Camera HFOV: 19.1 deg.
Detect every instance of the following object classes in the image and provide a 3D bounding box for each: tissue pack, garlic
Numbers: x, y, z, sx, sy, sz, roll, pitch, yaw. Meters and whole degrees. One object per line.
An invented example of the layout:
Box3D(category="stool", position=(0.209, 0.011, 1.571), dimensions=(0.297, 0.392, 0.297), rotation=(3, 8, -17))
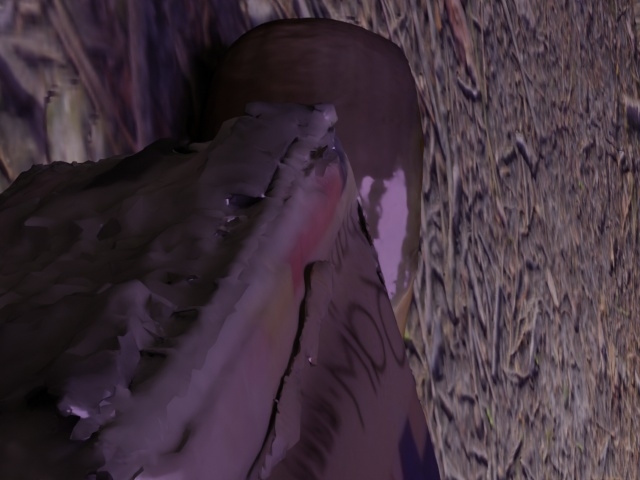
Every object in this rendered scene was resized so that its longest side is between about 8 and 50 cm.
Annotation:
Box3D(category="tissue pack", position=(-0.026, 0.159, 0.496), dimensions=(0.242, 0.125, 0.344), rotation=(-60, 137, -64))
Box3D(category="garlic", position=(-0.002, -0.013, 0.732), dimensions=(0.101, 0.087, 0.195), rotation=(77, 9, -64))
